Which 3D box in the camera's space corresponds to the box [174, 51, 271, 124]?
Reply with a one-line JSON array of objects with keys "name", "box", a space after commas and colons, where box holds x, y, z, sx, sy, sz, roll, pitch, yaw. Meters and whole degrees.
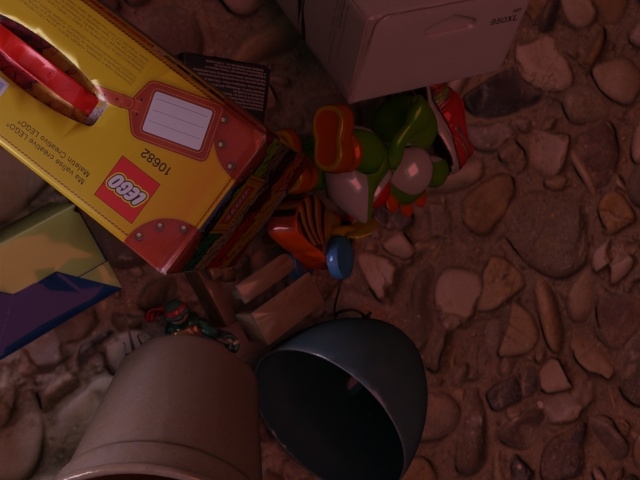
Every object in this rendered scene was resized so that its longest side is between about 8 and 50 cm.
[{"name": "box", "box": [-0.180, -0.138, 1.497, 0.143, 0.165, 0.271, 7, 90, -24]}]

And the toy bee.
[{"name": "toy bee", "box": [0.000, 0.000, 1.614, 0.195, 0.298, 0.162, 7, 58, 8]}]

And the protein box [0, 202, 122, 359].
[{"name": "protein box", "box": [-0.418, 0.052, 1.376, 0.199, 0.201, 0.136, -31, 105, -20]}]

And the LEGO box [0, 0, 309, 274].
[{"name": "LEGO box", "box": [-0.281, -0.186, 1.219, 0.500, 0.372, 0.193, 38, 94, 6]}]

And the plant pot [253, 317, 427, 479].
[{"name": "plant pot", "box": [0.062, 0.240, 1.593, 0.195, 0.290, 0.290, -42, 110, -41]}]

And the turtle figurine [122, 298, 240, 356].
[{"name": "turtle figurine", "box": [-0.199, 0.174, 1.528, 0.175, 0.118, 0.234, -17, 119, 16]}]

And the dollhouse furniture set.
[{"name": "dollhouse furniture set", "box": [-0.109, 0.070, 1.559, 0.123, 0.151, 0.144, -35, 107, -31]}]

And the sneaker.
[{"name": "sneaker", "box": [0.194, -0.252, 1.722, 0.118, 0.107, 0.279, -33, 110, -39]}]

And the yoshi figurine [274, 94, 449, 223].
[{"name": "yoshi figurine", "box": [0.079, -0.162, 1.563, 0.362, 0.203, 0.203, 1, 121, -52]}]

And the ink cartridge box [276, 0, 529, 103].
[{"name": "ink cartridge box", "box": [0.087, -0.417, 1.490, 0.285, 0.166, 0.395, -16, 56, -23]}]

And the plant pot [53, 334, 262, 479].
[{"name": "plant pot", "box": [-0.212, 0.313, 1.376, 0.333, 0.306, 0.334, 1, 127, 2]}]
